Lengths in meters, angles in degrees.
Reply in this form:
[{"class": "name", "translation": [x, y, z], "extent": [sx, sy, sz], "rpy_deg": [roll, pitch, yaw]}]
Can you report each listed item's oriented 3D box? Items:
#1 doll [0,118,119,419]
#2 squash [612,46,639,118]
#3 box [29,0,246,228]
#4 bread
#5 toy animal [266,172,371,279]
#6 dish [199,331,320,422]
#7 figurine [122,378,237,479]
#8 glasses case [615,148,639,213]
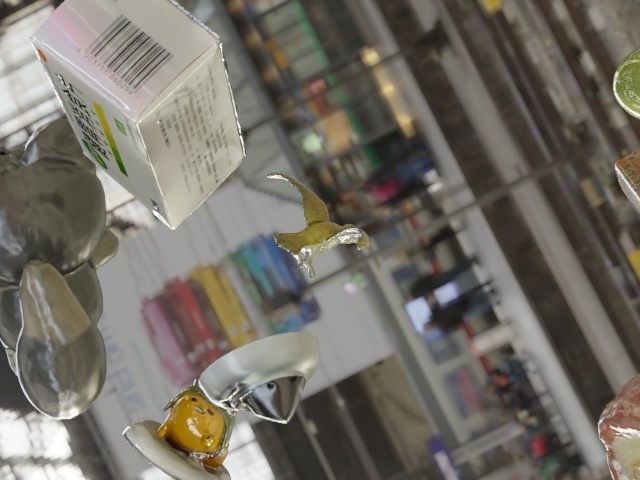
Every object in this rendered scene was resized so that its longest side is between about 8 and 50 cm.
[{"class": "doll", "translation": [-0.381, 0.025, 2.100], "extent": [0.378, 0.252, 0.382], "rpy_deg": [34, 142, 48]}, {"class": "squash", "translation": [0.393, -0.165, 1.388], "extent": [0.083, 0.250, 0.083], "rpy_deg": [19, -114, -50]}, {"class": "box", "translation": [-0.209, -0.167, 1.772], "extent": [0.173, 0.145, 0.333], "rpy_deg": [41, 166, 16]}, {"class": "bread", "translation": [0.401, 0.213, 1.487], "extent": [0.244, 0.123, 0.190], "rpy_deg": [-1, 129, 52]}, {"class": "toy animal", "translation": [0.000, 0.000, 1.982], "extent": [0.219, 0.095, 0.155], "rpy_deg": [40, 176, 37]}, {"class": "dish", "translation": [-0.056, 0.167, 1.620], "extent": [0.141, 0.141, 0.078], "rpy_deg": [56, -168, -67]}, {"class": "figurine", "translation": [-0.178, 0.285, 2.230], "extent": [0.166, 0.141, 0.250], "rpy_deg": [38, -179, 22]}, {"class": "glasses case", "translation": [0.389, -0.022, 1.622], "extent": [0.075, 0.049, 0.218], "rpy_deg": [61, -174, -29]}]
